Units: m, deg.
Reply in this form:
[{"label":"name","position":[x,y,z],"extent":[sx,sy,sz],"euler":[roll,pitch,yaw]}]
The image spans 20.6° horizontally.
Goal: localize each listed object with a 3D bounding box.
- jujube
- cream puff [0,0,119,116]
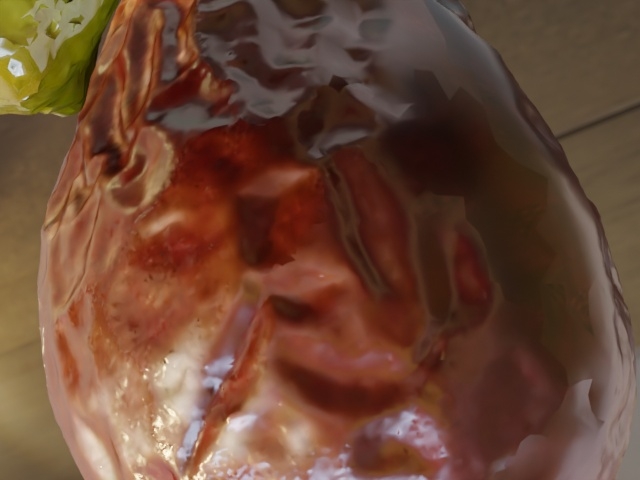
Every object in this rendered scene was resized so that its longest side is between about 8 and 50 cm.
[{"label":"jujube","position":[0.000,0.000,0.578],"extent":[0.190,0.190,0.255],"euler":[45,-153,-50]},{"label":"cream puff","position":[-0.118,-0.129,0.419],"extent":[0.196,0.244,0.244],"euler":[9,-121,-47]}]
